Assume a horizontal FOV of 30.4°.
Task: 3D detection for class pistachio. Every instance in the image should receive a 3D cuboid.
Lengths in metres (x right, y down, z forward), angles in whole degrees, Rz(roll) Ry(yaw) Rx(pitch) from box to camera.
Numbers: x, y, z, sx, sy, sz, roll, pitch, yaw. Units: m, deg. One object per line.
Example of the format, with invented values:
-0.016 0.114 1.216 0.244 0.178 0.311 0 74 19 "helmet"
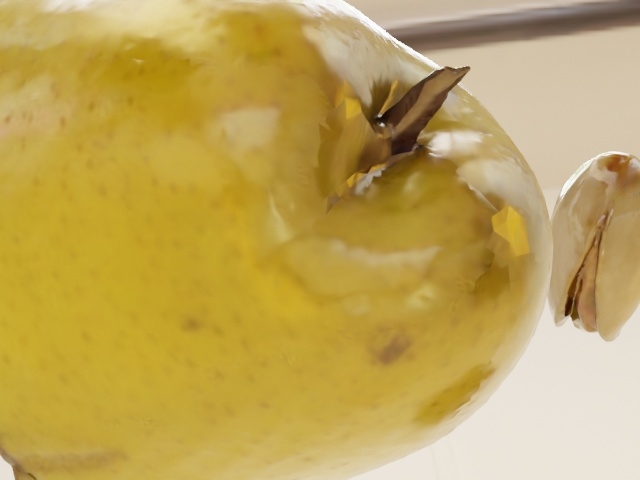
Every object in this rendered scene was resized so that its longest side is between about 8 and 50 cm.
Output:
0.317 0.006 1.315 0.144 0.215 0.144 8 -165 -2 "pistachio"

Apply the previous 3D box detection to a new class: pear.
-0.002 0.000 0.436 0.267 0.267 0.178 -33 -159 -35 "pear"
